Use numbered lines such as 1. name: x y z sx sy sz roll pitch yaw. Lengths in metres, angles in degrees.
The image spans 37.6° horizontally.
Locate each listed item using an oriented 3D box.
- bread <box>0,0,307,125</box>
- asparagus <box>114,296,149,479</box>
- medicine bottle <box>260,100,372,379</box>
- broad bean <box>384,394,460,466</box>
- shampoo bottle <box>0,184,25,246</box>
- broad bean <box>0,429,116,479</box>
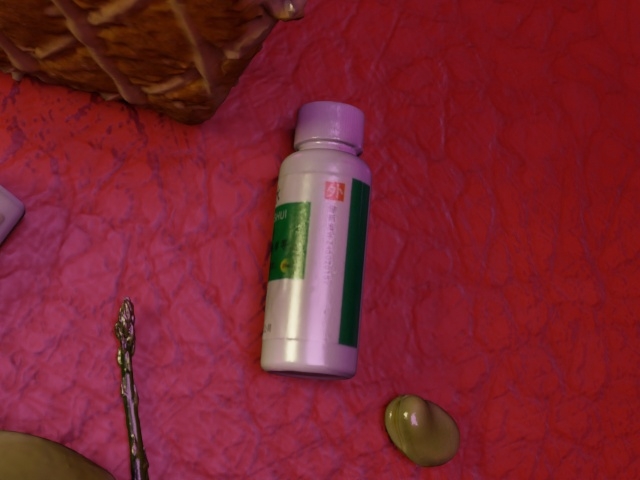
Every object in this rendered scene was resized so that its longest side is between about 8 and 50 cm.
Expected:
1. bread: -0.198 -0.288 0.741 0.371 0.390 0.279 12 81 -14
2. asparagus: -0.169 0.167 0.850 0.023 0.022 0.232 -10 83 26
3. medicine bottle: 0.000 0.000 0.896 0.095 0.095 0.260 10 77 -15
4. broad bean: 0.101 0.187 0.920 0.083 0.045 0.063 40 59 -15
5. shampoo bottle: -0.353 0.038 0.798 0.086 0.056 0.227 36 71 -7
6. broad bean: -0.254 0.274 0.752 0.291 0.119 0.238 13 86 -12
